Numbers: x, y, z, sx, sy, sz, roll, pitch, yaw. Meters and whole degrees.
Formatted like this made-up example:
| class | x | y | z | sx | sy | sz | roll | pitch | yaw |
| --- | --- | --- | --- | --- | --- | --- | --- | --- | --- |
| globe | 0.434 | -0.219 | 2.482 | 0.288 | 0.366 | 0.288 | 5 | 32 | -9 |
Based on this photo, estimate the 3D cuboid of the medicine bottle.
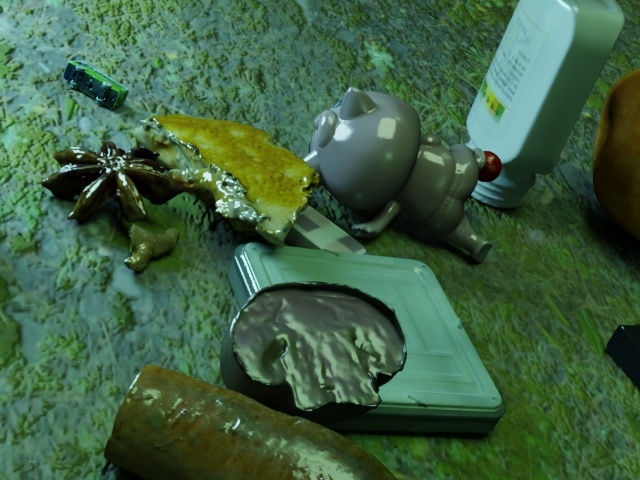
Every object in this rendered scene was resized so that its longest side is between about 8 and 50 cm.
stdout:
| class | x | y | z | sx | sy | sz | roll | pitch | yaw |
| --- | --- | --- | --- | --- | --- | --- | --- | --- | --- |
| medicine bottle | 0.295 | -0.205 | 1.942 | 0.124 | 0.324 | 0.179 | 11 | 31 | -22 |

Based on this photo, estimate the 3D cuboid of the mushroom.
| class | x | y | z | sx | sy | sz | roll | pitch | yaw |
| --- | --- | --- | --- | --- | --- | --- | --- | --- | --- |
| mushroom | -0.014 | 0.116 | 1.365 | 0.188 | 0.117 | 0.141 | -4 | 69 | -23 |

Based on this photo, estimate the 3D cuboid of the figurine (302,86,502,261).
| class | x | y | z | sx | sy | sz | roll | pitch | yaw |
| --- | --- | --- | --- | --- | --- | --- | --- | --- | --- |
| figurine | 0.105 | -0.089 | 1.824 | 0.287 | 0.176 | 0.186 | 19 | 13 | -21 |

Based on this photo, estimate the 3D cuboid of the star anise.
| class | x | y | z | sx | sy | sz | roll | pitch | yaw |
| --- | --- | --- | --- | --- | --- | --- | --- | --- | --- |
| star anise | -0.239 | -0.070 | 1.607 | 0.167 | 0.057 | 0.168 | 4 | 28 | -2 |

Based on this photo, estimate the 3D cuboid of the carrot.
| class | x | y | z | sx | sy | sz | roll | pitch | yaw |
| --- | --- | --- | --- | --- | --- | --- | --- | --- | --- |
| carrot | -0.044 | 0.215 | 1.254 | 0.301 | 0.139 | 0.139 | 28 | 31 | 6 |

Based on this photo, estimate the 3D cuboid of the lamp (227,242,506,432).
| class | x | y | z | sx | sy | sz | roll | pitch | yaw |
| --- | --- | --- | --- | --- | --- | --- | --- | --- | --- |
| lamp | 0.049 | 0.107 | 1.561 | 0.266 | 0.047 | 0.269 | 6 | 36 | -27 |

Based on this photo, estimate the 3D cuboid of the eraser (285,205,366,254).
| class | x | y | z | sx | sy | sz | roll | pitch | yaw |
| --- | --- | --- | --- | --- | --- | --- | --- | --- | --- |
| eraser | 0.000 | 0.000 | 1.713 | 0.105 | 0.026 | 0.065 | 37 | 30 | 20 |

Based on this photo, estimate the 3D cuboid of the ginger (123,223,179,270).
| class | x | y | z | sx | sy | sz | roll | pitch | yaw |
| --- | --- | --- | --- | --- | --- | --- | --- | --- | --- |
| ginger | -0.198 | 0.003 | 1.566 | 0.048 | 0.030 | 0.097 | 55 | 37 | -2 |

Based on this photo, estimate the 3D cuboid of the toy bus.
| class | x | y | z | sx | sy | sz | roll | pitch | yaw |
| --- | --- | --- | --- | --- | --- | --- | --- | --- | --- |
| toy bus | -0.292 | -0.204 | 1.814 | 0.083 | 0.031 | 0.037 | 32 | 24 | 12 |

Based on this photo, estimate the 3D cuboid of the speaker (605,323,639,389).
| class | x | y | z | sx | sy | sz | roll | pitch | yaw |
| --- | --- | --- | --- | --- | --- | --- | --- | --- | --- |
| speaker | 0.474 | 0.146 | 1.806 | 0.218 | 0.044 | 0.082 | -1 | 39 | -36 |

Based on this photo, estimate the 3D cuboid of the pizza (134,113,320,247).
| class | x | y | z | sx | sy | sz | roll | pitch | yaw |
| --- | --- | --- | --- | --- | --- | --- | --- | --- | --- |
| pizza | -0.094 | -0.072 | 1.689 | 0.189 | 0.071 | 0.297 | -2 | 27 | -39 |

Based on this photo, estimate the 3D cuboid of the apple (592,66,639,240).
| class | x | y | z | sx | sy | sz | roll | pitch | yaw |
| --- | --- | --- | --- | --- | --- | --- | --- | --- | --- |
| apple | 0.529 | -0.121 | 2.029 | 0.275 | 0.299 | 0.299 | 16 | 28 | 15 |
